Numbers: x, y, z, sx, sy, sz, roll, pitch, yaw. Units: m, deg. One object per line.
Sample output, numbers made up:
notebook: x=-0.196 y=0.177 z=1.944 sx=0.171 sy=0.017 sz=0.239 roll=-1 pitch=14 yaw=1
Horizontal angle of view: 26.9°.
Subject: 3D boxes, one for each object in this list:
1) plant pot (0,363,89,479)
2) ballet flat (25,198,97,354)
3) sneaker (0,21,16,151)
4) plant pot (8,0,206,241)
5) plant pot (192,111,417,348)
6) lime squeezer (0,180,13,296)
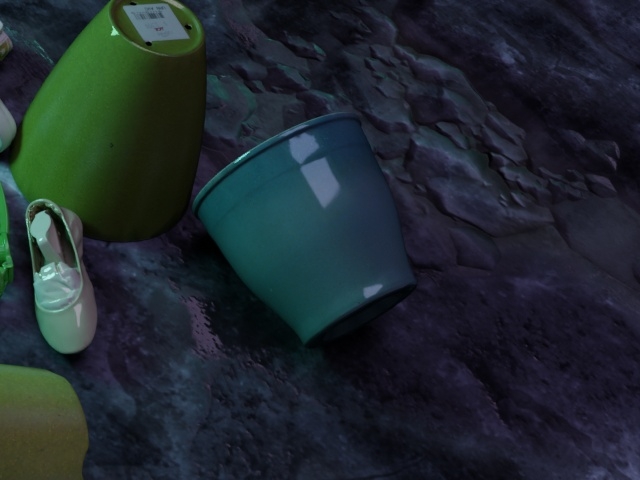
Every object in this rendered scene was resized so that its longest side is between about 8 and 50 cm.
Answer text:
plant pot: x=-0.400 y=0.232 z=1.441 sx=0.253 sy=0.276 sz=0.276 roll=4 pitch=46 yaw=-41
ballet flat: x=-0.349 y=0.039 z=1.761 sx=0.086 sy=0.086 sz=0.248 roll=5 pitch=42 yaw=-25
sneaker: x=-0.501 y=-0.256 z=1.959 sx=0.292 sy=0.108 sz=0.169 roll=43 pitch=47 yaw=18
plant pot: x=-0.273 y=-0.196 z=1.881 sx=0.274 sy=0.294 sz=0.275 roll=15 pitch=43 yaw=-14
plant pot: x=0.000 y=0.000 z=1.875 sx=0.271 sy=0.271 sz=0.255 roll=-21 pitch=75 yaw=-40
lime squeezer: x=-0.449 y=0.032 z=1.755 sx=0.109 sy=0.059 sz=0.310 roll=4 pitch=40 yaw=19
